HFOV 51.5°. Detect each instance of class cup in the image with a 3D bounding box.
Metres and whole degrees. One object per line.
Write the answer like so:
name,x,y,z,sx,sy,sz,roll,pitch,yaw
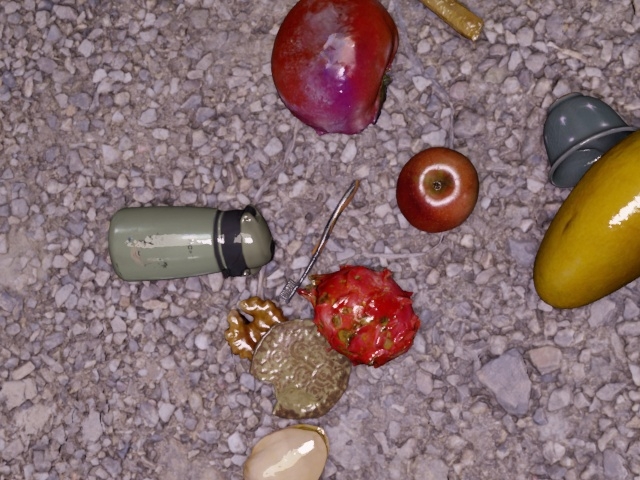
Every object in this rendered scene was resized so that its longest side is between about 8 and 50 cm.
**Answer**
cup,0.538,-0.225,1.372,0.199,0.199,0.150,-20,65,6

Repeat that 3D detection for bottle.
bottle,-0.276,0.004,1.463,0.347,0.168,0.168,-2,84,3

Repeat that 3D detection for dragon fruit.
dragon fruit,0.079,0.144,1.380,0.268,0.205,0.210,28,92,18

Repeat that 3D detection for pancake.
pancake,-0.040,0.278,1.430,0.212,0.029,0.235,-22,101,-11

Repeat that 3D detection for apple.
apple,0.244,-0.105,1.395,0.181,0.168,0.180,0,90,9

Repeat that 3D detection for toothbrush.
toothbrush,0.002,0.001,1.490,0.031,0.023,0.321,33,90,7

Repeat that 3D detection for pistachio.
pistachio,-0.069,0.472,1.408,0.201,0.117,0.145,-28,79,0

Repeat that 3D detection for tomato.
tomato,0.015,-0.407,1.453,0.290,0.176,0.334,17,88,12

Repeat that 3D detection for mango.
mango,0.587,-0.038,1.293,0.445,0.301,0.220,-50,62,26

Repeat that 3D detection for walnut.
walnut,-0.130,0.206,1.465,0.143,0.069,0.170,-44,89,1

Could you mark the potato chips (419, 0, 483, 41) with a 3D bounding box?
potato chips,0.205,-0.582,1.492,0.407,0.080,0.057,40,108,8
